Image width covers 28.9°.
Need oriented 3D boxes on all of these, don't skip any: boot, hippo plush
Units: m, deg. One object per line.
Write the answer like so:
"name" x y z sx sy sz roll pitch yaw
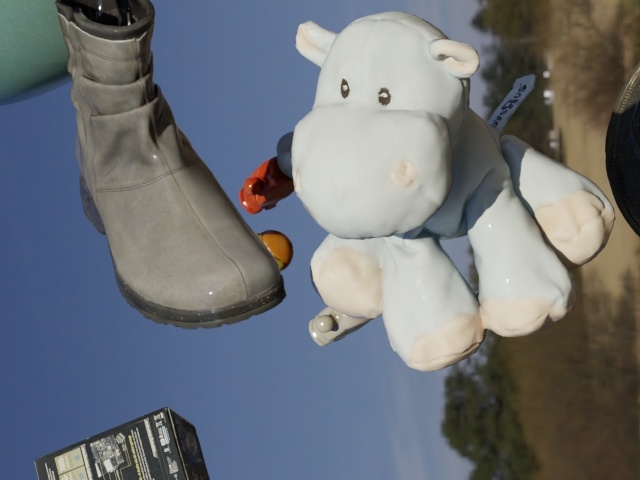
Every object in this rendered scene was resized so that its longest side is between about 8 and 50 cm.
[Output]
"boot" -0.146 -0.082 1.039 0.338 0.118 0.222 36 139 49
"hippo plush" 0.100 -0.065 0.953 0.294 0.234 0.236 -68 -25 -20

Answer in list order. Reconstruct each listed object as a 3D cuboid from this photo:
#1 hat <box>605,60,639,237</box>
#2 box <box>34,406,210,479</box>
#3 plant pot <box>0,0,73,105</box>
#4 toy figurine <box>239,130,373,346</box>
"hat" 0.450 -0.130 1.373 0.134 0.331 0.331 19 -112 -52
"box" -0.176 0.274 1.195 0.077 0.147 0.180 56 -168 -64
"plant pot" -0.303 -0.257 1.227 0.290 0.196 0.290 -170 90 -87
"toy figurine" 0.000 0.000 1.450 0.148 0.213 0.209 -42 26 50
